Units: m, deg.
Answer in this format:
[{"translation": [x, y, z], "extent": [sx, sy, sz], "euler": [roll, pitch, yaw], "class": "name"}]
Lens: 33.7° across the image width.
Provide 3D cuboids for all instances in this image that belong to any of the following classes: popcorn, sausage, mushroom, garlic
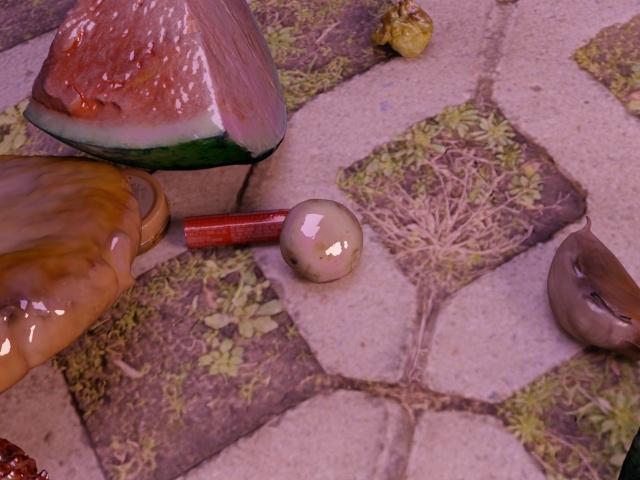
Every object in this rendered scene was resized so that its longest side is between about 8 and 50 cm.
[{"translation": [0.094, -0.247, 1.242], "extent": [0.083, 0.068, 0.059], "euler": [-9, -1, 30], "class": "popcorn"}, {"translation": [-0.072, -0.013, 1.069], "extent": [0.129, 0.034, 0.034], "euler": [-5, 48, 3], "class": "sausage"}, {"translation": [0.000, 0.000, 1.024], "extent": [0.083, 0.083, 0.067], "euler": [-27, 6, -16], "class": "mushroom"}, {"translation": [0.244, 0.048, 0.959], "extent": [0.084, 0.066, 0.152], "euler": [-3, 45, -33], "class": "garlic"}]

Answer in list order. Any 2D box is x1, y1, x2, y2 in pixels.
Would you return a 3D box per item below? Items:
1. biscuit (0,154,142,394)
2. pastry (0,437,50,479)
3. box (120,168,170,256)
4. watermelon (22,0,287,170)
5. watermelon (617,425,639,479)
[{"translation": [-0.372, 0.040, 0.954], "extent": [0.446, 0.104, 0.429], "euler": [-4, 28, 15], "class": "biscuit"}, {"translation": [-0.308, 0.201, 0.864], "extent": [0.208, 0.097, 0.115], "euler": [17, 73, 24], "class": "pastry"}, {"translation": [-0.209, -0.028, 1.098], "extent": [0.105, 0.037, 0.105], "euler": [-3, 49, 4], "class": "box"}, {"translation": [-0.183, -0.179, 1.126], "extent": [0.222, 0.292, 0.319], "euler": [-24, 77, 9], "class": "watermelon"}, {"translation": [0.354, 0.170, 0.796], "extent": [0.202, 0.136, 0.207], "euler": [-40, 70, -19], "class": "watermelon"}]
